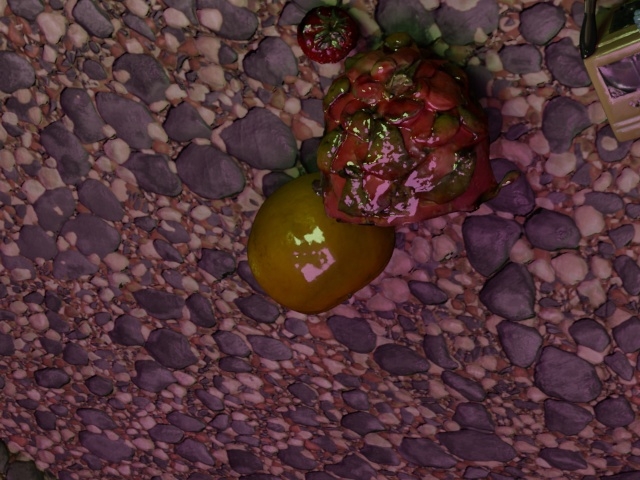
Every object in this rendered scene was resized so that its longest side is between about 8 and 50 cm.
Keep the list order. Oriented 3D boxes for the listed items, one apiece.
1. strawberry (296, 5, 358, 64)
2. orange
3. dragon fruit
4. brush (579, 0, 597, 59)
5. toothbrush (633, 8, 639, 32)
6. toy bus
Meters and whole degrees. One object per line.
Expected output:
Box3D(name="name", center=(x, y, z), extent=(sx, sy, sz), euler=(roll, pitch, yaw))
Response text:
Box3D(name="strawberry", center=(0.012, -0.327, 1.650), extent=(0.106, 0.106, 0.106), euler=(10, 134, 10))
Box3D(name="orange", center=(0.000, 0.000, 1.848), extent=(0.279, 0.279, 0.235), euler=(-39, 83, 41))
Box3D(name="dragon fruit", center=(0.130, -0.194, 1.624), extent=(0.314, 0.296, 0.262), euler=(-12, 115, -3))
Box3D(name="brush", center=(0.385, -0.352, 1.453), extent=(0.063, 0.193, 0.016), euler=(3, 176, 18))
Box3D(name="toothbrush", center=(0.391, -0.439, 1.350), extent=(0.040, 0.040, 0.386), euler=(-14, 103, 30))
Box3D(name="toy bus", center=(0.568, -0.283, 1.438), extent=(0.365, 0.177, 0.201), euler=(-18, 118, 33))
